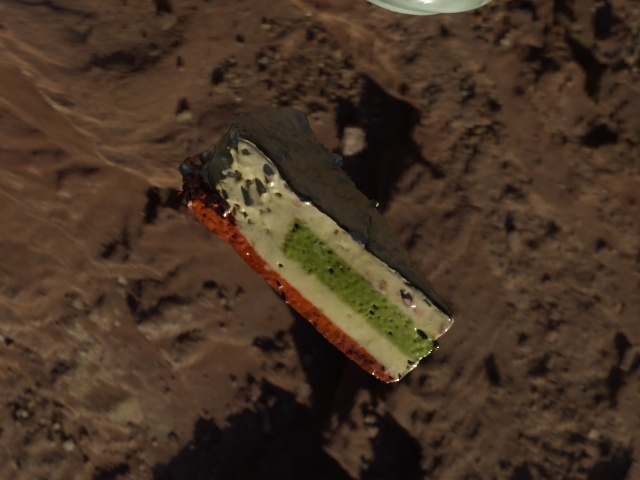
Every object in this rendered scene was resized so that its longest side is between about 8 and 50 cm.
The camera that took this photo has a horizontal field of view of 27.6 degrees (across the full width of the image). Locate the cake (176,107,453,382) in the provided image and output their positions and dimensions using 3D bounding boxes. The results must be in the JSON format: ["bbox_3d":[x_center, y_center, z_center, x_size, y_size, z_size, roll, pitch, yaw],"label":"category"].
[{"bbox_3d":[-0.014,-0.001,0.928,0.117,0.220,0.086,-5,146,-49],"label":"cake"}]

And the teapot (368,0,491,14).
[{"bbox_3d":[0.081,-0.264,0.809,0.203,0.225,0.171,2,60,-27],"label":"teapot"}]
